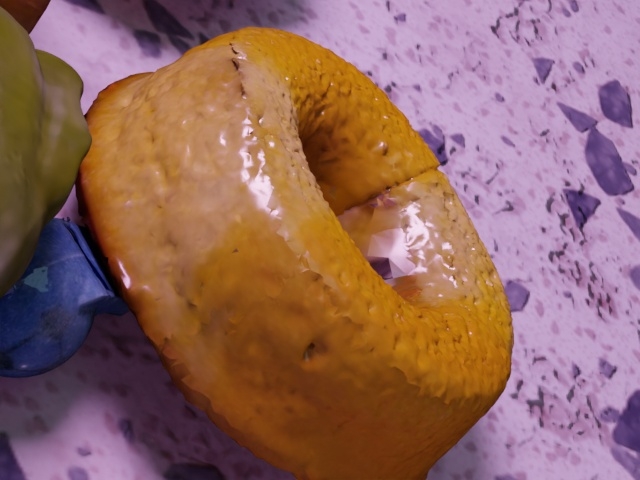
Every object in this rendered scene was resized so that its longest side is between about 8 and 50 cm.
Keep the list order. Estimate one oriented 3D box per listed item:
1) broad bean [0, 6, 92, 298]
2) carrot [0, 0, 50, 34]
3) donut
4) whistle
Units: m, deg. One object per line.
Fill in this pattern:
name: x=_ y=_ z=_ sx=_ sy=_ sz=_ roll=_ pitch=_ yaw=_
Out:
broad bean: x=-0.244 y=-0.035 z=0.772 sx=0.238 sy=0.119 sz=0.291 roll=38 pitch=47 yaw=19
carrot: x=-0.268 y=-0.216 z=0.882 sx=0.254 sy=0.196 sz=0.196 roll=15 pitch=49 yaw=-29
donut: x=0.000 y=0.000 z=0.968 sx=0.303 sy=0.110 sz=0.303 roll=39 pitch=29 yaw=-26
whistle: x=-0.155 y=0.031 z=0.877 sx=0.090 sy=0.090 sz=0.158 roll=53 pitch=1 yaw=7
